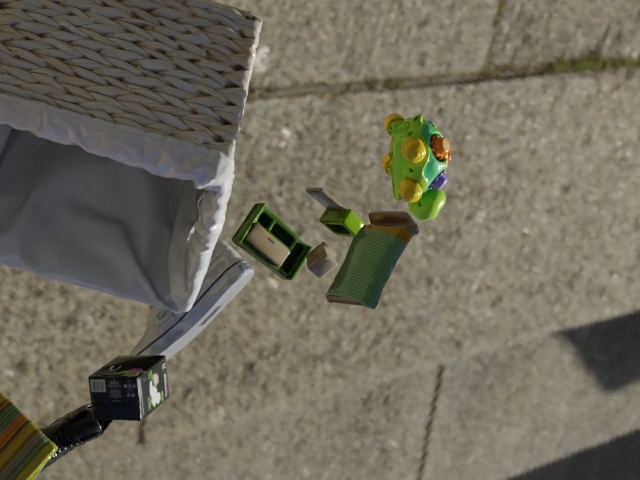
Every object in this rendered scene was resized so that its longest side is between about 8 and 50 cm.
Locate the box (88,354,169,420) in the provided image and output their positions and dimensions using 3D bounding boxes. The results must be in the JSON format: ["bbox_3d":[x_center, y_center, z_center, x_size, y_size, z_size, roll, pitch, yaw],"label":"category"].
[{"bbox_3d":[-0.214,0.164,1.481,0.083,0.062,0.052,-36,124,-69],"label":"box"}]

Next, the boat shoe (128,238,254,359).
[{"bbox_3d":[-0.222,0.106,2.069,0.267,0.088,0.096,-45,169,21],"label":"boat shoe"}]

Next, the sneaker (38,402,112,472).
[{"bbox_3d":[-0.323,0.246,1.709,0.051,0.089,0.170,61,26,-2],"label":"sneaker"}]

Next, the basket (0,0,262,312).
[{"bbox_3d":[-0.256,-0.126,1.555,0.328,0.331,0.266,114,-8,-58],"label":"basket"}]

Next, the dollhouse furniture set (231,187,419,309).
[{"bbox_3d":[0.000,0.000,0.983,0.058,0.151,0.076,41,72,-26],"label":"dollhouse furniture set"}]

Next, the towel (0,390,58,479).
[{"bbox_3d":[-0.360,0.153,1.252,0.102,0.237,0.021,-47,169,4],"label":"towel"}]

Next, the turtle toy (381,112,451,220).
[{"bbox_3d":[0.111,-0.081,1.480,0.066,0.095,0.130,-5,120,-12],"label":"turtle toy"}]
